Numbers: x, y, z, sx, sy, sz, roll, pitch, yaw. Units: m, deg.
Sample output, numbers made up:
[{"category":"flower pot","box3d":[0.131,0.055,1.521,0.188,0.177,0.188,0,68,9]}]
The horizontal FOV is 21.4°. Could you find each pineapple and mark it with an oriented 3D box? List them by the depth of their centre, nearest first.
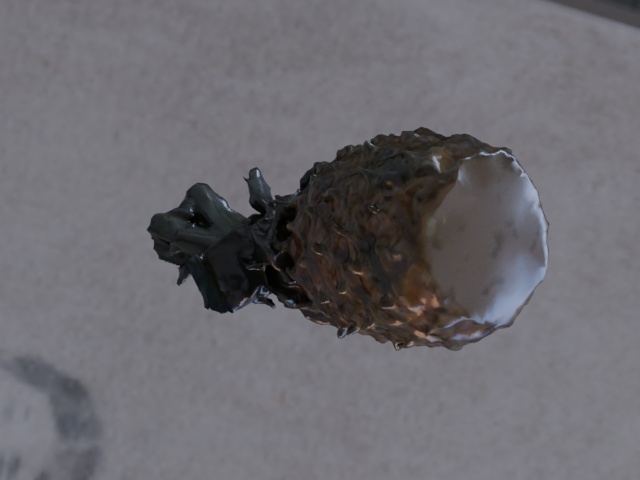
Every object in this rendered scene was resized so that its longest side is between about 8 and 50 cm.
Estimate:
[{"category":"pineapple","box3d":[0.000,0.000,1.132,0.310,0.170,0.141,1,-72,51]}]
